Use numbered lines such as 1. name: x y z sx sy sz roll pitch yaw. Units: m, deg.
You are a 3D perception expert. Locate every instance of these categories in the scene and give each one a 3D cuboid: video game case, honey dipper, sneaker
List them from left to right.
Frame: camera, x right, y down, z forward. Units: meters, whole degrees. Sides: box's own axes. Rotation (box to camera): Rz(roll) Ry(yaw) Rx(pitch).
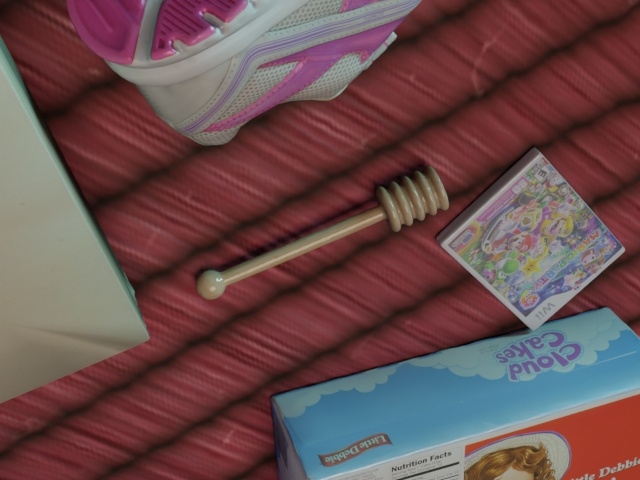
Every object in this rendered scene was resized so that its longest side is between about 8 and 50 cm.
1. honey dipper: 0.000 0.000 0.644 0.160 0.030 0.030 -25 128 -3
2. sneaker: 0.003 -0.137 0.515 0.252 0.103 0.111 -32 154 -11
3. video game case: 0.144 0.002 0.716 0.087 0.011 0.122 -44 128 9

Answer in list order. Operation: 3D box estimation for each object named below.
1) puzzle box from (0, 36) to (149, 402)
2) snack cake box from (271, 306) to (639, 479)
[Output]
1. puzzle box: -0.300 0.051 0.472 0.409 0.052 0.272 -22 153 -8
2. snack cake box: 0.106 0.158 0.756 0.264 0.089 0.152 -13 124 -14
